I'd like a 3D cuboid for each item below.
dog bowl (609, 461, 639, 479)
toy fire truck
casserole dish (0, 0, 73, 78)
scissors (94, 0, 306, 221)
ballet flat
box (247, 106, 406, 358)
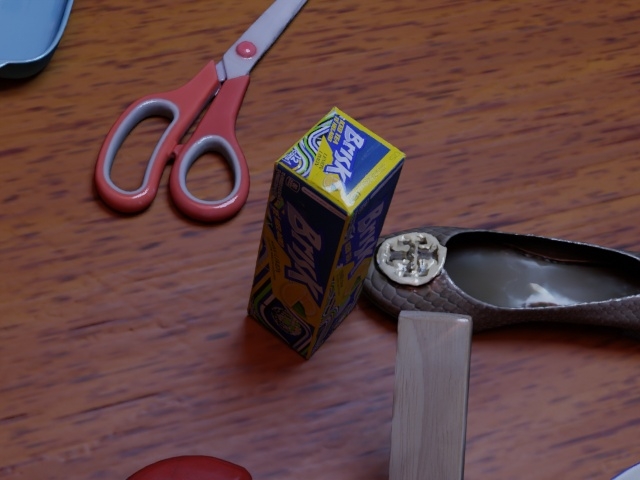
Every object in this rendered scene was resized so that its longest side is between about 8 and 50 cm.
[{"bbox_3d":[0.226,0.248,0.660,0.264,0.104,0.265,4,56,-6],"label":"dog bowl"},{"bbox_3d":[-0.008,0.160,0.670,0.217,0.158,0.246,17,44,4],"label":"toy fire truck"},{"bbox_3d":[-0.237,-0.187,0.921,0.114,0.037,0.188,8,55,-3],"label":"casserole dish"},{"bbox_3d":[-0.073,-0.132,0.917,0.109,0.021,0.297,16,57,4],"label":"scissors"},{"bbox_3d":[0.149,0.024,0.824,0.249,0.058,0.084,8,55,-3],"label":"ballet flat"},{"bbox_3d":[0.000,0.000,0.751,0.054,0.169,0.059,35,58,14],"label":"box"}]
